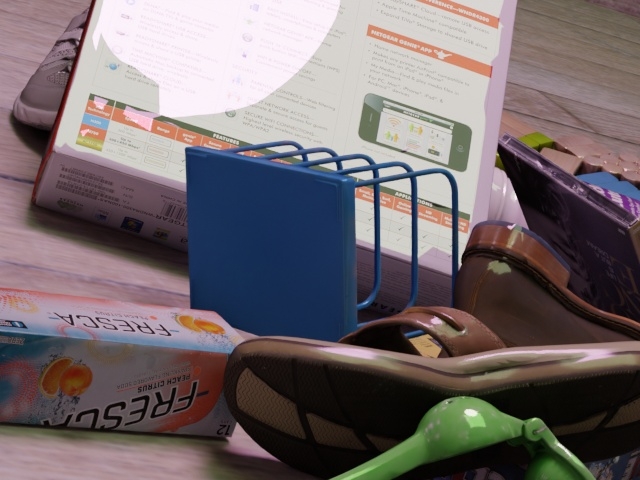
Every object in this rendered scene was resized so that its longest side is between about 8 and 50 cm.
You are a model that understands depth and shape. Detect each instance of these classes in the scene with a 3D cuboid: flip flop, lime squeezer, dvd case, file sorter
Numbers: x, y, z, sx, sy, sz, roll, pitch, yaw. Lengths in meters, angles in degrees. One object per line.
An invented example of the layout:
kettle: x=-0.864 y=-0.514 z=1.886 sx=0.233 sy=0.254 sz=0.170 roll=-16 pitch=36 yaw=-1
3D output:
flip flop: x=0.078 y=0.081 z=1.106 sx=0.277 sy=0.112 sz=0.080 roll=-2 pitch=48 yaw=-10
lime squeezer: x=0.110 y=0.149 z=1.035 sx=0.310 sy=0.059 sz=0.110 roll=18 pitch=56 yaw=-14
dvd case: x=0.222 y=0.025 z=1.490 sx=0.164 sy=0.018 sz=0.221 roll=39 pitch=-17 yaw=45
file sorter: x=0.000 y=0.000 z=1.240 sx=0.104 sy=0.118 sz=0.170 roll=-10 pitch=16 yaw=-38

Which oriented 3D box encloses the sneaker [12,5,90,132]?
sneaker: x=-0.198 y=-0.156 z=1.605 sx=0.105 sy=0.115 sz=0.281 roll=18 pitch=17 yaw=-12

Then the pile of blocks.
pile of blocks: x=0.251 y=-0.023 z=1.789 sx=0.362 sy=0.113 sz=0.149 roll=19 pitch=29 yaw=17

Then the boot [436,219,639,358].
boot: x=0.160 y=0.092 z=1.222 sx=0.219 sy=0.106 sz=0.082 roll=39 pitch=-32 yaw=-21

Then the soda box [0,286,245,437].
soda box: x=-0.128 y=0.071 z=1.072 sx=0.183 sy=0.058 sz=0.063 roll=8 pitch=20 yaw=-37

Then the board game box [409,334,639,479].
board game box: x=0.126 y=0.119 z=1.268 sx=0.165 sy=0.042 sz=0.243 roll=31 pitch=18 yaw=29

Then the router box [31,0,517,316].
router box: x=-0.024 y=-0.119 z=1.454 sx=0.335 sy=0.082 sz=0.301 roll=18 pitch=57 yaw=-10

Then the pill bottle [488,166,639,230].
pill bottle: x=0.212 y=-0.004 z=1.650 sx=0.193 sy=0.108 sz=0.108 roll=18 pitch=17 yaw=-13
